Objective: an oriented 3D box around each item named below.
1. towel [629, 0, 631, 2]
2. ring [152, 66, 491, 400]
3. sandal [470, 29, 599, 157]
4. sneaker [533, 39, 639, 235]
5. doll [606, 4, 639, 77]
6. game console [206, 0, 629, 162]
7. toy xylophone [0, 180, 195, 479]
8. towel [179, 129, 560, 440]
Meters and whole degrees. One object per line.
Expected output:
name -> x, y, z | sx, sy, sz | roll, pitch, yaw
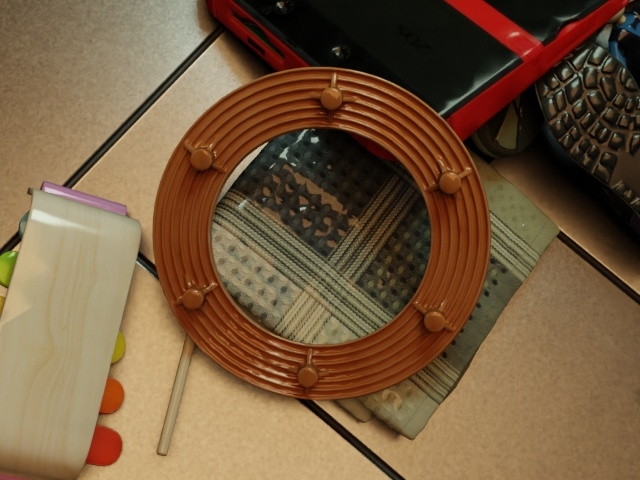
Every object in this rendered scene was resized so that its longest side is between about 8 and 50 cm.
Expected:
towel -> 0.389, -0.365, 1.202 | 0.197, 0.029, 0.144 | -25, 111, 13
ring -> 0.000, 0.000, 1.030 | 0.336, 0.032, 0.337 | 1, 101, 3
sandal -> 0.227, -0.220, 1.195 | 0.120, 0.086, 0.303 | 47, 60, -24
sneaker -> 0.319, -0.094, 1.161 | 0.107, 0.124, 0.283 | -38, 92, -4
doll -> 0.391, -0.224, 1.228 | 0.189, 0.046, 0.129 | 36, 74, -10
game console -> 0.092, -0.282, 1.158 | 0.342, 0.060, 0.386 | -37, 61, -16
toy xylophone -> -0.245, 0.105, 1.064 | 0.236, 0.081, 0.323 | 26, 70, -19
towel -> 0.060, 0.007, 1.134 | 0.324, 0.056, 0.312 | 40, 72, -4
